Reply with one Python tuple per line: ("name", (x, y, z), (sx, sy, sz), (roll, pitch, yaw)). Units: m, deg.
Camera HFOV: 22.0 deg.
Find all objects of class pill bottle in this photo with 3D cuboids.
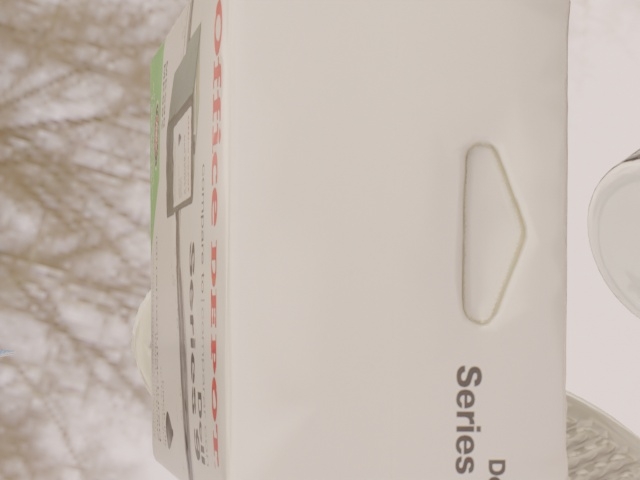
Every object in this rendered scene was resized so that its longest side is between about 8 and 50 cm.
("pill bottle", (0.301, -0.041, 1.116), (0.130, 0.246, 0.130), (27, -48, 35))

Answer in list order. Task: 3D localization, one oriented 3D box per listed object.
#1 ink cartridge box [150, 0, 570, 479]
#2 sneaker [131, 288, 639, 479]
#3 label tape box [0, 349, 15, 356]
("ink cartridge box", (0.000, 0.000, 0.687), (0.289, 0.122, 0.211), (164, -74, -79))
("sneaker", (0.070, 0.115, 0.922), (0.135, 0.366, 0.150), (-56, 180, 2))
("label tape box", (-0.402, 0.155, 1.226), (0.348, 0.249, 0.115), (-19, 108, -79))
